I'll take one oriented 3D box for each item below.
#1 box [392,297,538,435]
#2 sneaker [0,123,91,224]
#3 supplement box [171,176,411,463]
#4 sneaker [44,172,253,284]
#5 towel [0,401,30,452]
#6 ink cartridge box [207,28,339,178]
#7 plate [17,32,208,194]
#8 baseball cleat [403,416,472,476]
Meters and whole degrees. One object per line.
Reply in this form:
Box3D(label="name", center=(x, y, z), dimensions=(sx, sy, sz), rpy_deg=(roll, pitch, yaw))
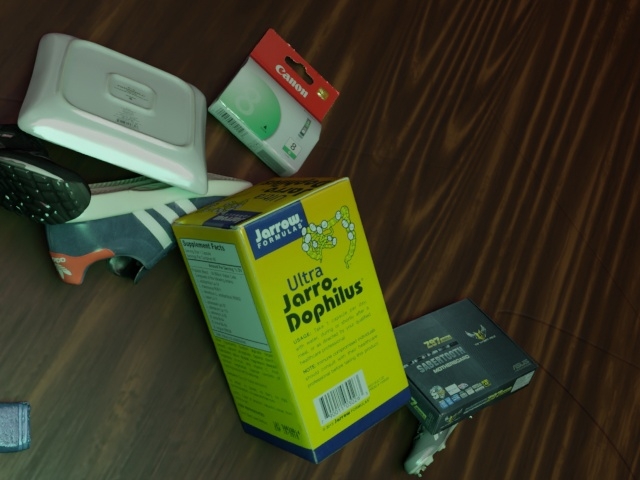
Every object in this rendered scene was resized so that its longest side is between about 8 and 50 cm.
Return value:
Box3D(label="box", center=(0.222, 0.206, 1.426), dimensions=(0.233, 0.059, 0.183), rpy_deg=(-17, 48, -32))
Box3D(label="sneaker", center=(-0.403, -0.110, 1.121), dimensions=(0.124, 0.283, 0.107), rpy_deg=(-58, 147, -34))
Box3D(label="supplement box", center=(-0.038, 0.104, 1.225), dimensions=(0.195, 0.194, 0.356), rpy_deg=(-27, 109, -32))
Box3D(label="sneaker", center=(-0.249, -0.018, 1.264), dimensions=(0.350, 0.131, 0.148), rpy_deg=(-12, 108, -40))
Box3D(label="towel", center=(-0.446, 0.249, 1.113), dimensions=(0.119, 0.029, 0.067), rpy_deg=(4, 73, -29))
Box3D(label="ink cartridge box", center=(-0.065, -0.246, 1.455), dimensions=(0.181, 0.056, 0.224), rpy_deg=(42, 61, -18))
Box3D(label="plate", center=(-0.288, -0.204, 1.251), dimensions=(0.277, 0.045, 0.278), rpy_deg=(20, 34, -23))
Box3D(label="baseball cleat", center=(0.184, 0.301, 1.433), dimensions=(0.109, 0.072, 0.206), rpy_deg=(45, 53, 6))
